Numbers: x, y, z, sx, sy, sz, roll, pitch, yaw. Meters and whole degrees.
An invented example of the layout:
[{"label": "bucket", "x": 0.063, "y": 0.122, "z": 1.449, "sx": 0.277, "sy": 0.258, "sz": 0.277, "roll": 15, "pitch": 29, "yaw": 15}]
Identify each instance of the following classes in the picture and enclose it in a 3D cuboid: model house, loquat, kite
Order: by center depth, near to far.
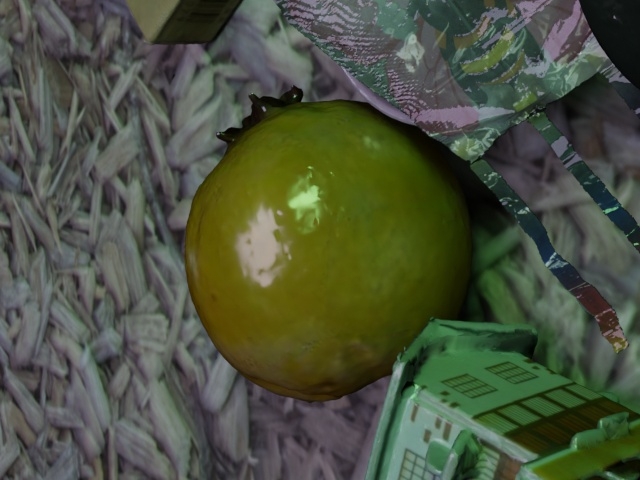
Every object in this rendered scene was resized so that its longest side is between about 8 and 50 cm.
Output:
[{"label": "kite", "x": 0.129, "y": -0.094, "z": 0.897, "sx": 0.204, "sy": 0.022, "sz": 0.360, "roll": -35, "pitch": 91, "yaw": 31}, {"label": "model house", "x": 0.132, "y": 0.195, "z": 0.947, "sx": 0.215, "sy": 0.198, "sz": 0.224, "roll": 25, "pitch": 114, "yaw": 37}, {"label": "loquat", "x": 0.000, "y": 0.000, "z": 1.045, "sx": 0.244, "sy": 0.244, "sz": 0.244, "roll": 9, "pitch": 102, "yaw": 47}]

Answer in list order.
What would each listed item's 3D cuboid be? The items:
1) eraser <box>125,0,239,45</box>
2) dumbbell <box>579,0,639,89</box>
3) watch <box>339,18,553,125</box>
[{"label": "eraser", "x": -0.075, "y": -0.331, "z": 1.190, "sx": 0.343, "sy": 0.078, "sz": 0.144, "roll": -47, "pitch": 62, "yaw": 39}, {"label": "dumbbell", "x": 0.267, "y": -0.182, "z": 0.780, "sx": 0.218, "sy": 0.152, "sz": 0.152, "roll": -30, "pitch": 74, "yaw": 46}, {"label": "watch", "x": 0.091, "y": -0.207, "z": 0.953, "sx": 0.231, "sy": 0.196, "sz": 0.244, "roll": 45, "pitch": 124, "yaw": 25}]
